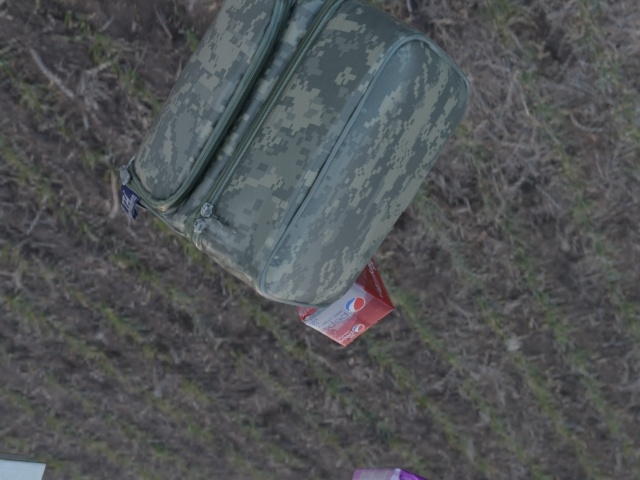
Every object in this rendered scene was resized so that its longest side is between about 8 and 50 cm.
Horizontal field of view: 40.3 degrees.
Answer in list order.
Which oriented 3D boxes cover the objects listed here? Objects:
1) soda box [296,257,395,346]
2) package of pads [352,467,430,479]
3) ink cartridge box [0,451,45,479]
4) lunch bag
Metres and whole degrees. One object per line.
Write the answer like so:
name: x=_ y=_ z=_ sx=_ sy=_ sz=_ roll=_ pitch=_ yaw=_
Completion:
soda box: x=0.000 y=0.000 z=1.109 sx=0.083 sy=0.263 sz=0.092 roll=-39 pitch=134 yaw=19
package of pads: x=0.066 y=0.228 z=0.796 sx=0.050 sy=0.032 sz=0.083 roll=24 pitch=158 yaw=-16
ink cartridge box: x=-0.526 y=0.375 z=1.315 sx=0.062 sy=0.109 sz=0.209 roll=9 pitch=169 yaw=33
lunch bag: x=-0.042 y=-0.111 z=0.884 sx=0.305 sy=0.256 sz=0.212 roll=-59 pitch=151 yaw=8
